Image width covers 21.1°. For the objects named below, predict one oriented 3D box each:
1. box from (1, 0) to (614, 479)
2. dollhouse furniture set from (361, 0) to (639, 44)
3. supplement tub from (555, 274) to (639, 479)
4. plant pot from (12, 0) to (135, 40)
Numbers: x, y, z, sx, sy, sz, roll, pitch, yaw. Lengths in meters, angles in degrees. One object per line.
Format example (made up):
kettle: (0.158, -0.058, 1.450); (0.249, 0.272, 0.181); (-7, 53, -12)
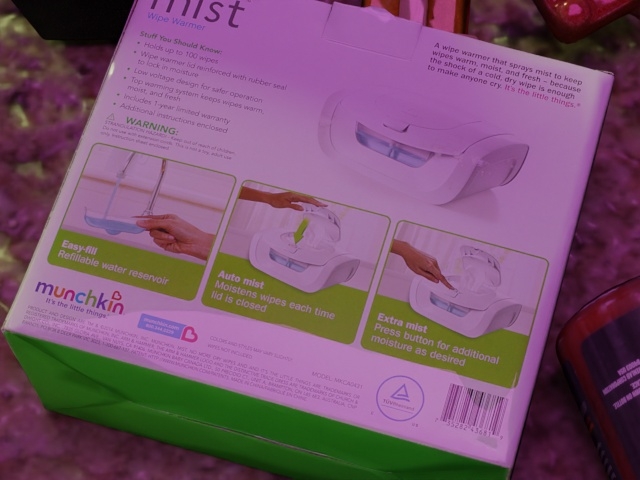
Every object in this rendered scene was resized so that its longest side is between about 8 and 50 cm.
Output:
box: (0.000, 0.000, 0.918); (0.262, 0.127, 0.231); (14, 65, 8)
dollhouse furniture set: (0.133, -0.269, 1.053); (0.201, 0.152, 0.374); (6, 82, 3)
supplement tub: (0.201, 0.117, 0.871); (0.106, 0.106, 0.198); (-17, 66, -7)
plant pot: (-0.121, -0.222, 1.006); (0.167, 0.188, 0.187); (-20, 66, 7)
